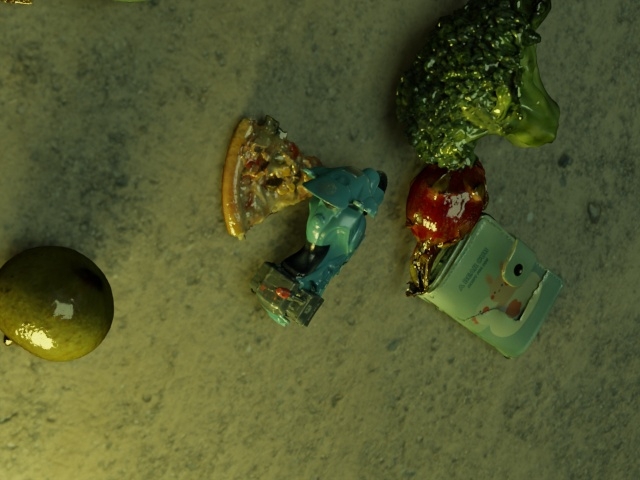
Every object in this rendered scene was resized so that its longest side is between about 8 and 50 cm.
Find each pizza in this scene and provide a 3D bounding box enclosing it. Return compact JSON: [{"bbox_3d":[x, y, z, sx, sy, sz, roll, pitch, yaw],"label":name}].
[{"bbox_3d":[-0.053,-0.088,1.670,0.195,0.052,0.185,-1,103,-35],"label":"pizza"}]

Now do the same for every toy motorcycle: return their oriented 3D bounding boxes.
[{"bbox_3d":[0.000,0.000,1.655,0.272,0.123,0.182,-56,154,0],"label":"toy motorcycle"}]

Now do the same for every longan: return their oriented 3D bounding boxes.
[{"bbox_3d":[-0.346,0.086,1.457,0.176,0.145,0.154,-32,97,19],"label":"longan"}]

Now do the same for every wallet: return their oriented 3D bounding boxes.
[{"bbox_3d":[0.284,0.072,1.924,0.250,0.075,0.176,35,86,-34],"label":"wallet"}]

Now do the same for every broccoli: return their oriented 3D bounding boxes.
[{"bbox_3d":[0.258,-0.240,1.751,0.288,0.248,0.245,-30,135,24],"label":"broccoli"}]

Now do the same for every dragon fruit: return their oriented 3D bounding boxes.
[{"bbox_3d":[0.185,-0.025,1.806,0.125,0.125,0.246,17,97,-39],"label":"dragon fruit"}]

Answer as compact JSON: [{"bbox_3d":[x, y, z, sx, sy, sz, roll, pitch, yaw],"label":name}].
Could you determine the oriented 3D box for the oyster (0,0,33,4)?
[{"bbox_3d":[-0.396,-0.339,1.374,0.103,0.051,0.148,-16,129,10],"label":"oyster"}]

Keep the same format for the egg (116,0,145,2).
[{"bbox_3d":[-0.255,-0.379,1.395,0.231,0.168,0.168,14,92,-31],"label":"egg"}]
